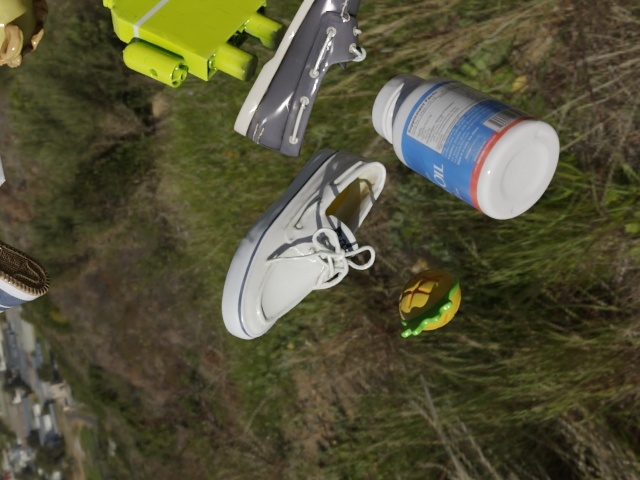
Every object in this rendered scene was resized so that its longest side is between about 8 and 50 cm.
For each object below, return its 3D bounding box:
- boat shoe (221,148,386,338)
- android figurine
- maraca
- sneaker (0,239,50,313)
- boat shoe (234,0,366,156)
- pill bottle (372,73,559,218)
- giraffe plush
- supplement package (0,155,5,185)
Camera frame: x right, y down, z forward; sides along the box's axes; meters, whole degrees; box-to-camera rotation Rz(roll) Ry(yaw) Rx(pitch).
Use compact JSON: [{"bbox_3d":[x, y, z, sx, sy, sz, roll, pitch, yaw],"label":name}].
[{"bbox_3d":[0.003,0.005,1.118,0.156,0.367,0.136,10,138,32],"label":"boat shoe"},{"bbox_3d":[-0.197,-0.333,1.125,0.273,0.248,0.056,25,147,12],"label":"android figurine"},{"bbox_3d":[0.192,0.112,1.320,0.127,0.186,0.099,-41,97,21],"label":"maraca"},{"bbox_3d":[-0.630,0.035,1.294,0.153,0.282,0.099,-27,37,28],"label":"sneaker"},{"bbox_3d":[0.006,-0.161,0.612,0.065,0.075,0.206,33,108,-3],"label":"boat shoe"},{"bbox_3d":[0.166,-0.125,0.906,0.221,0.124,0.124,40,131,44],"label":"pill bottle"},{"bbox_3d":[-0.350,-0.267,0.762,0.181,0.210,0.170,-99,14,-79],"label":"giraffe plush"},{"bbox_3d":[-0.843,-0.158,1.586,0.204,0.262,0.145,-24,77,48],"label":"supplement package"}]
